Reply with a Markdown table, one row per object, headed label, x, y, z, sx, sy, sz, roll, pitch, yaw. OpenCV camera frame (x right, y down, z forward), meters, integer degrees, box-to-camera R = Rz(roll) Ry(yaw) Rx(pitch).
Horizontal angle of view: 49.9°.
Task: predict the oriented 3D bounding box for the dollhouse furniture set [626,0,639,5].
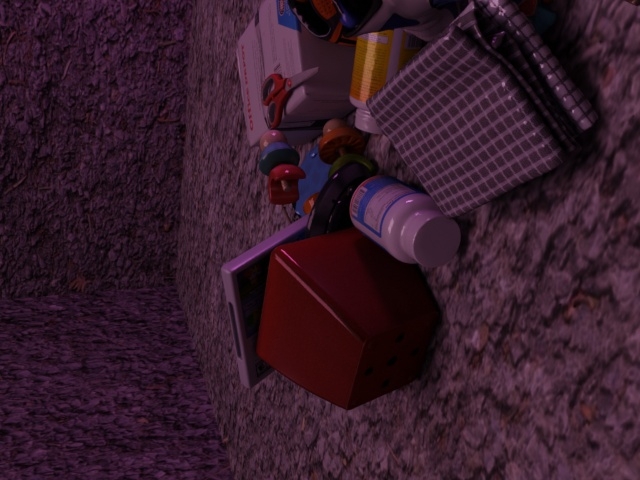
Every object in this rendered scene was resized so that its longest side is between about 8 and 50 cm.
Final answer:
| label | x | y | z | sx | sy | sz | roll | pitch | yaw |
| --- | --- | --- | --- | --- | --- | --- | --- | --- | --- |
| dollhouse furniture set | 0.337 | -0.406 | 0.724 | 0.242 | 0.161 | 0.212 | -57 | 37 | 22 |

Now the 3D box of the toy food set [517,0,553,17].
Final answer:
| label | x | y | z | sx | sy | sz | roll | pitch | yaw |
| --- | --- | --- | --- | --- | --- | --- | --- | --- | --- |
| toy food set | 0.281 | -0.335 | 0.870 | 0.078 | 0.019 | 0.122 | 40 | 110 | 17 |

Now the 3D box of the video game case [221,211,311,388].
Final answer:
| label | x | y | z | sx | sy | sz | roll | pitch | yaw |
| --- | --- | --- | --- | --- | --- | --- | --- | --- | --- |
| video game case | -0.054 | 0.104 | 1.421 | 0.036 | 0.329 | 0.300 | 25 | 133 | 36 |

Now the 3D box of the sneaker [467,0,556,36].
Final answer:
| label | x | y | z | sx | sy | sz | roll | pitch | yaw |
| --- | --- | --- | --- | --- | --- | --- | --- | --- | --- |
| sneaker | 0.260 | -0.398 | 0.946 | 0.110 | 0.107 | 0.275 | -18 | 81 | 48 |

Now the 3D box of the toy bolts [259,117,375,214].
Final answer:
| label | x | y | z | sx | sy | sz | roll | pitch | yaw |
| --- | --- | --- | --- | --- | --- | --- | --- | --- | --- |
| toy bolts | -0.030 | -0.157 | 1.482 | 0.218 | 0.229 | 0.158 | 118 | 142 | -49 |

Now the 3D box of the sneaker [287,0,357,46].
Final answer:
| label | x | y | z | sx | sy | sz | roll | pitch | yaw |
| --- | --- | --- | --- | --- | --- | --- | --- | --- | --- |
| sneaker | 0.025 | -0.546 | 1.355 | 0.124 | 0.180 | 0.321 | 160 | 105 | -66 |

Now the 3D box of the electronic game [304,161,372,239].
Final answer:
| label | x | y | z | sx | sy | sz | roll | pitch | yaw |
| --- | --- | --- | --- | --- | --- | --- | --- | --- | --- |
| electronic game | 0.041 | -0.047 | 1.378 | 0.048 | 0.229 | 0.229 | 24 | 121 | 27 |

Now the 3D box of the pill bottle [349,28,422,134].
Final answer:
| label | x | y | z | sx | sy | sz | roll | pitch | yaw |
| --- | --- | --- | --- | --- | --- | --- | --- | --- | --- |
| pill bottle | 0.117 | -0.307 | 1.249 | 0.117 | 0.117 | 0.215 | -130 | 42 | -56 |

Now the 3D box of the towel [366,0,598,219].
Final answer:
| label | x | y | z | sx | sy | sz | roll | pitch | yaw |
| --- | --- | --- | --- | --- | --- | --- | --- | --- | --- |
| towel | 0.203 | -0.169 | 0.947 | 0.235 | 0.121 | 0.284 | 54 | 154 | -1 |

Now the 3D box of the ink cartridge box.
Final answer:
| label | x | y | z | sx | sy | sz | roll | pitch | yaw |
| --- | --- | --- | --- | --- | --- | --- | --- | --- | --- |
| ink cartridge box | -0.052 | -0.403 | 1.586 | 0.395 | 0.166 | 0.285 | 161 | 104 | -66 |

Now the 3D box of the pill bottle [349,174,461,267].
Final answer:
| label | x | y | z | sx | sy | sz | roll | pitch | yaw |
| --- | --- | --- | --- | --- | --- | --- | --- | --- | --- |
| pill bottle | 0.149 | -0.032 | 1.208 | 0.221 | 0.124 | 0.124 | -138 | 48 | -60 |

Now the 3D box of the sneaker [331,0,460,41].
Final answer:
| label | x | y | z | sx | sy | sz | roll | pitch | yaw |
| --- | --- | --- | --- | --- | --- | --- | --- | --- | --- |
| sneaker | 0.110 | -0.367 | 1.015 | 0.315 | 0.182 | 0.127 | -24 | -75 | -79 |

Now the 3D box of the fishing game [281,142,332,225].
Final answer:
| label | x | y | z | sx | sy | sz | roll | pitch | yaw |
| --- | --- | --- | --- | --- | --- | --- | --- | --- | --- |
| fishing game | -0.008 | -0.139 | 1.641 | 0.264 | 0.041 | 0.189 | -57 | 37 | 25 |

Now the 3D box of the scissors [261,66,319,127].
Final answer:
| label | x | y | z | sx | sy | sz | roll | pitch | yaw |
| --- | --- | --- | --- | --- | --- | --- | --- | --- | --- |
| scissors | -0.069 | -0.325 | 1.402 | 0.297 | 0.021 | 0.109 | 144 | 117 | -65 |

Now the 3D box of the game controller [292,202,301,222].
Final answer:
| label | x | y | z | sx | sy | sz | roll | pitch | yaw |
| --- | --- | --- | --- | --- | --- | --- | --- | --- | --- |
| game controller | 0.000 | 0.000 | 1.690 | 0.319 | 0.067 | 0.166 | -120 | 19 | -49 |

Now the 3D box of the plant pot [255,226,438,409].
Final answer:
| label | x | y | z | sx | sy | sz | roll | pitch | yaw |
| --- | --- | --- | --- | --- | --- | --- | --- | --- | --- |
| plant pot | 0.065 | 0.156 | 1.299 | 0.236 | 0.267 | 0.267 | 42 | 134 | 38 |
